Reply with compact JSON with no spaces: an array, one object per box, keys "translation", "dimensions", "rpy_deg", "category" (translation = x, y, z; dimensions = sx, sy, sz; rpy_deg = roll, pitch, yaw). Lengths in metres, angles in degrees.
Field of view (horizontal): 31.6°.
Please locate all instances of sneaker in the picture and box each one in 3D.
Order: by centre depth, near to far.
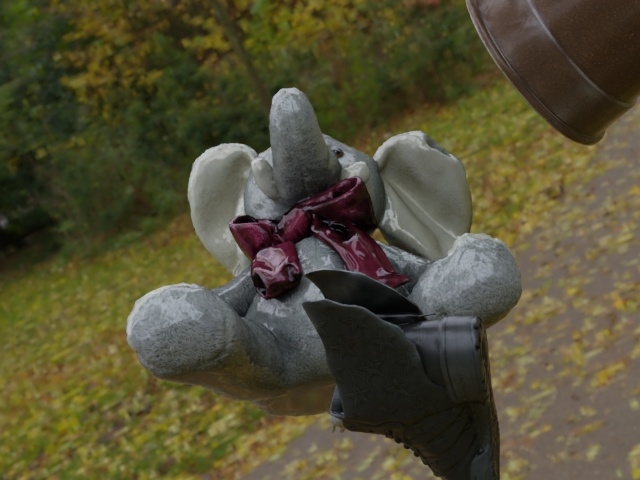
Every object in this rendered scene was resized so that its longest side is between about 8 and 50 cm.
[{"translation":[0.047,0.085,0.605],"dimensions":[0.089,0.170,0.051],"rpy_deg":[-3,39,12],"category":"sneaker"}]

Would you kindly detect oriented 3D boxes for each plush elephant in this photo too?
[{"translation":[0.000,0.000,0.926],"dimensions":[0.272,0.255,0.330],"rpy_deg":[-12,-21,2],"category":"plush elephant"}]

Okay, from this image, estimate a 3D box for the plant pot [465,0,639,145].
[{"translation":[0.222,-0.184,0.834],"dimensions":[0.165,0.167,0.167],"rpy_deg":[-36,3,31],"category":"plant pot"}]
